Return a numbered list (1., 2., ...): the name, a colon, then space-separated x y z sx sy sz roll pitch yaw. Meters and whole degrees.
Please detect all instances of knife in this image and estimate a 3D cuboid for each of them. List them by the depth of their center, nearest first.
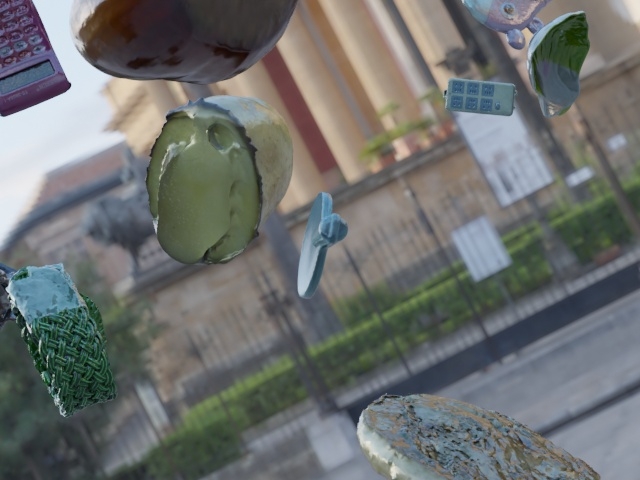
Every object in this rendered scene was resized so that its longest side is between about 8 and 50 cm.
1. knife: 0.335 -0.392 2.020 0.398 0.132 0.038 -40 -2 -37

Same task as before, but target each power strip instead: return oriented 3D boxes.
1. power strip: 0.195 -0.174 1.775 0.090 0.040 0.016 6 4 3

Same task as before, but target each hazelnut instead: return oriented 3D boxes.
1. hazelnut: -0.126 -0.231 1.309 0.210 0.186 0.210 1 20 0

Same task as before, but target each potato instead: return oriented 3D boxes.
1. potato: -0.146 -0.116 2.350 0.242 0.285 0.242 2 23 -1

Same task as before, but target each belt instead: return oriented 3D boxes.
1. belt: -0.244 0.092 1.414 0.079 0.151 0.121 -25 -11 -18

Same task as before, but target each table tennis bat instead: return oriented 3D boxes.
1. table tennis bat: 0.000 0.000 1.961 0.038 0.149 0.237 12 -11 -7

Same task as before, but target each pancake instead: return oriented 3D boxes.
1. pancake: 0.196 0.256 1.573 0.065 0.356 0.356 -63 -15 14

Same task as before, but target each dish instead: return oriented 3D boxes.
1. dish: 0.257 -0.199 1.633 0.091 0.039 0.137 -37 -38 -20

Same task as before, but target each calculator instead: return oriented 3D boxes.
1. calculator: -0.497 -0.307 2.366 0.126 0.190 0.034 -24 -4 -9

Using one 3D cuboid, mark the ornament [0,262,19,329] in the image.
1. ornament: -0.542 0.033 2.294 0.196 0.166 0.153 106 -170 -50
